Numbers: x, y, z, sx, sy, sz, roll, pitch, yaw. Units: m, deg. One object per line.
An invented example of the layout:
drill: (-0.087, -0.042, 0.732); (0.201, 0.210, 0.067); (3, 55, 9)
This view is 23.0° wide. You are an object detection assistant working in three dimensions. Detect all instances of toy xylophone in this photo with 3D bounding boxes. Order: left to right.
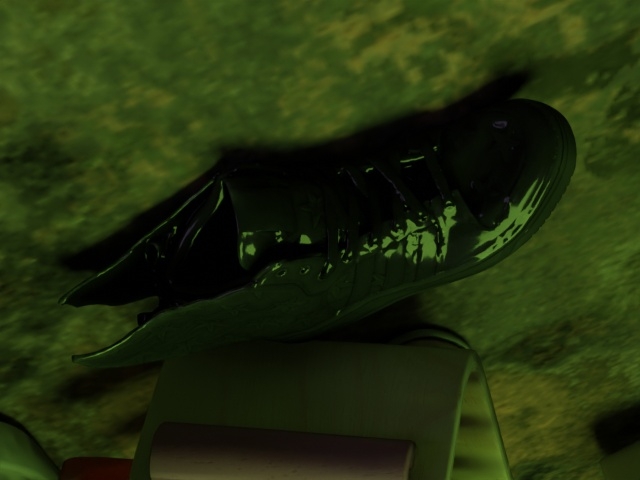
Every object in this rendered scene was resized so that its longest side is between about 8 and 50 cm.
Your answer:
toy xylophone: (0.047, 0.121, 0.675); (0.236, 0.081, 0.323); (-2, 153, 21)

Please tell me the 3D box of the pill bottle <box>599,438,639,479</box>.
pill bottle: (0.266, 0.122, 0.845); (0.208, 0.119, 0.119); (-25, 151, 7)

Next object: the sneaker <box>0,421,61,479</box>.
sneaker: (-0.113, 0.182, 0.707); (0.106, 0.123, 0.290); (-27, 152, 7)

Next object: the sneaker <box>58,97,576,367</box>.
sneaker: (-0.001, -0.002, 0.537); (0.170, 0.051, 0.089); (-31, 154, 24)

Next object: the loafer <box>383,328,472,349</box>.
loafer: (0.059, 0.079, 0.723); (0.045, 0.039, 0.125); (-24, 151, 6)
